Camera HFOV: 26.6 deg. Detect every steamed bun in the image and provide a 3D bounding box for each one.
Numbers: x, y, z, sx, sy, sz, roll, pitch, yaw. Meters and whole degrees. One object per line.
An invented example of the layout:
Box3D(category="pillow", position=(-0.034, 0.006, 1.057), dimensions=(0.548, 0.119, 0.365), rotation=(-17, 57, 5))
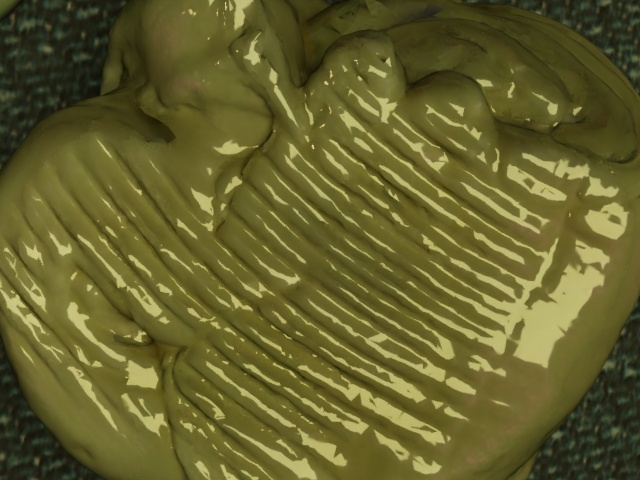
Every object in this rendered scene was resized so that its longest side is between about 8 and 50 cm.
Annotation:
Box3D(category="steamed bun", position=(0.000, 0.000, 0.799), dimensions=(0.339, 0.247, 0.352), rotation=(29, 101, 3))

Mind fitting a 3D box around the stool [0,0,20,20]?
Box3D(category="stool", position=(-0.240, -0.214, 0.749), dimensions=(0.195, 0.198, 0.195), rotation=(36, 81, -12))
